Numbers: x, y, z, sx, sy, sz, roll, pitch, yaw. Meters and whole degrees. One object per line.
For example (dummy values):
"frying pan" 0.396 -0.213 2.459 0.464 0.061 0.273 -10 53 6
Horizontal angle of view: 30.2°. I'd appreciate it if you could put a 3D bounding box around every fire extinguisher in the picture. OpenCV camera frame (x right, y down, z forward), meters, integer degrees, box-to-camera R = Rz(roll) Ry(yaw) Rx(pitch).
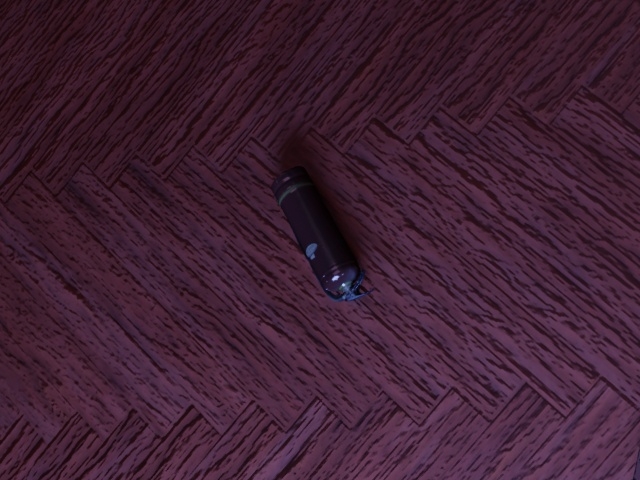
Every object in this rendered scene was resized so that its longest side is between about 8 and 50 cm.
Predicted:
"fire extinguisher" 0.000 0.000 1.197 0.064 0.043 0.158 -47 61 40

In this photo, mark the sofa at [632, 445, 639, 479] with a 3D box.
"sofa" 0.311 0.180 1.031 0.060 0.039 0.118 13 83 23
